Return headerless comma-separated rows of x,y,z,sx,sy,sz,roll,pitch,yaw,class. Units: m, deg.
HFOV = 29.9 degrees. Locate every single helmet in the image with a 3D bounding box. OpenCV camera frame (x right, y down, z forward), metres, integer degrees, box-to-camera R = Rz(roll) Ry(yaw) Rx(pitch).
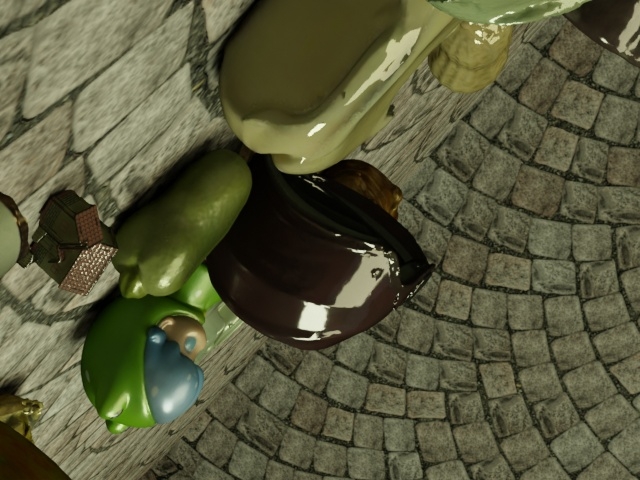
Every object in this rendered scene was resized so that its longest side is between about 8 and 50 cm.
-0.010,0.025,1.343,0.177,0.225,0.305,-54,159,7,helmet

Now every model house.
-0.191,0.003,0.933,0.083,0.058,0.057,-50,174,31,model house

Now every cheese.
0.030,-0.173,1.020,0.266,0.127,0.233,-48,174,18,cheese

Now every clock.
-0.158,0.118,2.033,0.191,0.062,0.151,-44,174,-38,clock

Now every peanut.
0.219,-0.294,1.707,0.123,0.123,0.257,-46,171,-11,peanut

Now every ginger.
0.005,-0.003,1.879,0.274,0.152,0.357,-48,179,15,ginger

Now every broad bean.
-0.133,-0.011,1.166,0.174,0.082,0.124,-42,171,-34,broad bean

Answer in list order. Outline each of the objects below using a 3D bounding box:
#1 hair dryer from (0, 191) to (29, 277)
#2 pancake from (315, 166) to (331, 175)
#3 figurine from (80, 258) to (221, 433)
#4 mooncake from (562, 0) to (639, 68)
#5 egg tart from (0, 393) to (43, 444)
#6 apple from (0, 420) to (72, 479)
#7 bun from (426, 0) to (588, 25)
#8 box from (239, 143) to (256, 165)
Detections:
-0.236,0.035,0.609,0.203,0.128,0.362,-49,-178,18,hair dryer
0.056,-0.176,1.703,0.250,0.031,0.250,-46,175,-5,pancake
-0.180,0.098,1.382,0.263,0.143,0.162,-63,178,-19,figurine
0.453,-0.406,1.866,0.154,0.306,0.306,-56,172,22,mooncake
-0.386,0.296,1.248,0.315,0.120,0.315,-47,175,-6,egg tart
-0.288,0.255,0.724,0.339,0.339,0.339,-46,175,-6,apple
0.172,-0.269,0.808,0.283,0.179,0.283,-48,151,-37,bun
-0.066,-0.110,1.321,0.058,0.015,0.093,-46,175,-22,box
